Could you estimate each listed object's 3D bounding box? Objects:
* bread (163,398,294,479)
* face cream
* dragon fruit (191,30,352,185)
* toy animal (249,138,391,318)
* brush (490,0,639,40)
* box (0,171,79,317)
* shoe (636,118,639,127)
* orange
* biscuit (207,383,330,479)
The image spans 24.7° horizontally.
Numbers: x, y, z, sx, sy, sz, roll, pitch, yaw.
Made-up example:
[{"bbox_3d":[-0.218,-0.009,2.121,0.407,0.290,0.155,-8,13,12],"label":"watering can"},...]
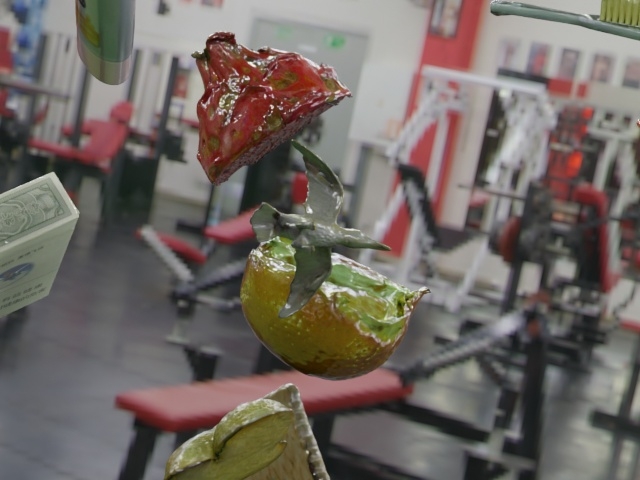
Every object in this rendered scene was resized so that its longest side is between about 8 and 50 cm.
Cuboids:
[{"bbox_3d":[-0.115,0.240,1.742,0.187,0.149,0.065,-16,61,-33],"label":"bread"},{"bbox_3d":[-0.227,-0.249,1.530,0.057,0.198,0.084,-25,67,-22],"label":"face cream"},{"bbox_3d":[-0.120,-0.224,2.220,0.211,0.262,0.134,55,11,12],"label":"dragon fruit"},{"bbox_3d":[0.000,0.000,1.748,0.155,0.219,0.095,15,9,28],"label":"toy animal"},{"bbox_3d":[0.303,-0.250,1.560,0.068,0.060,0.297,-10,21,-44],"label":"brush"},{"bbox_3d":[-0.403,0.026,1.805,0.164,0.069,0.256,-27,-13,-28],"label":"box"},{"bbox_3d":[0.302,-0.059,1.179,0.077,0.074,0.194,-21,-35,7],"label":"shoe"},{"bbox_3d":[0.002,0.092,2.201,0.262,0.196,0.334,36,22,-6],"label":"orange"},{"bbox_3d":[-0.063,0.401,2.217,0.217,0.325,0.044,-35,-25,30],"label":"biscuit"}]
